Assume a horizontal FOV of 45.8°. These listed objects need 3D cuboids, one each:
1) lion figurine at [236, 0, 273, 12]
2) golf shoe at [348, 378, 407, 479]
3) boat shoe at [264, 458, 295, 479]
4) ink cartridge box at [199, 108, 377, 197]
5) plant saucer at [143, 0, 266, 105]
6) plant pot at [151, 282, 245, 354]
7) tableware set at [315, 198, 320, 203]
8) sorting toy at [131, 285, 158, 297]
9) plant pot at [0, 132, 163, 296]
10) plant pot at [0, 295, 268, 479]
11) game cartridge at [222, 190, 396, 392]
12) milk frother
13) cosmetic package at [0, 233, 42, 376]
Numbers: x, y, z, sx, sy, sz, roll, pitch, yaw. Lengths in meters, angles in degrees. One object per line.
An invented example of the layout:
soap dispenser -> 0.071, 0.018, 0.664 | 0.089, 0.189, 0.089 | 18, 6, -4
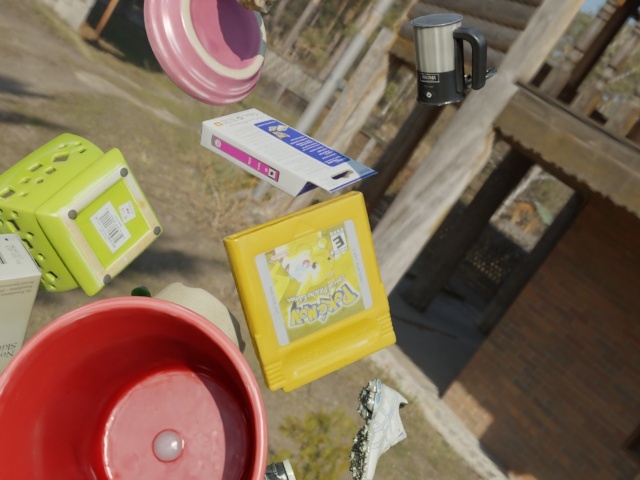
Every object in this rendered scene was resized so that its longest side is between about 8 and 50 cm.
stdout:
lion figurine -> -0.142, -0.663, 1.569 | 0.142, 0.392, 0.240 | -9, 6, 10
golf shoe -> 0.096, 0.303, 1.172 | 0.086, 0.069, 0.176 | 23, 53, -11
boat shoe -> -0.073, 0.552, 1.501 | 0.079, 0.233, 0.084 | -14, 6, -14
ink cartridge box -> -0.075, -0.184, 1.666 | 0.371, 0.069, 0.176 | 29, 34, 28
plant saucer -> -0.236, -0.472, 1.693 | 0.084, 0.332, 0.332 | -11, -22, 40
plant pot -> -0.320, 0.261, 1.516 | 0.334, 0.334, 0.305 | 35, 50, 6
tableware set -> 0.000, 0.000, 2.010 | 0.039, 0.128, 0.194 | -20, 69, -50
sorting toy -> -0.438, 0.144, 1.960 | 0.102, 0.061, 0.042 | 27, 34, -14
plant pot -> -0.438, -0.041, 1.378 | 0.207, 0.227, 0.228 | 11, -45, 38
plant pot -> -0.176, 0.214, 0.791 | 0.275, 0.275, 0.243 | 36, -11, 10
game cartridge -> -0.010, 0.100, 1.438 | 0.285, 0.323, 0.053 | -21, 16, -22
milk frother -> 0.226, -0.312, 1.270 | 0.129, 0.134, 0.143 | 3, 30, 20
cosmetic package -> -0.582, 0.145, 1.243 | 0.160, 0.309, 0.113 | -9, 44, -44
